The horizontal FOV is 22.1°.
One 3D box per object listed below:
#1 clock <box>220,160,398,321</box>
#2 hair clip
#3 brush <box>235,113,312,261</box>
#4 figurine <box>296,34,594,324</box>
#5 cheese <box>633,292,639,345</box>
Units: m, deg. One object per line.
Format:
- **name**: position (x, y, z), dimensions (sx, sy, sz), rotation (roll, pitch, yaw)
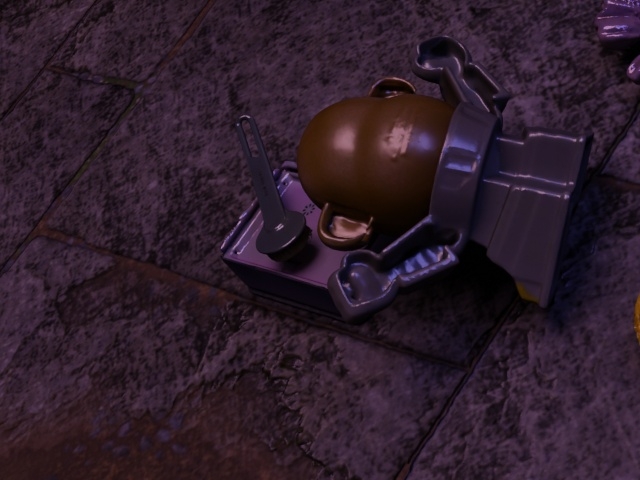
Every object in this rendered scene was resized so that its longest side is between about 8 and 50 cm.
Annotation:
- **clock**: position (0.000, -0.001, 1.792), dimensions (0.193, 0.073, 0.144), rotation (15, 63, 44)
- **hair clip**: position (0.364, -0.279, 1.783), dimensions (0.173, 0.069, 0.300), rotation (-33, 40, 7)
- **brush**: position (-0.060, -0.064, 1.825), dimensions (0.062, 0.027, 0.266), rotation (-31, 37, 9)
- **figurine**: position (0.116, -0.064, 1.631), dimensions (0.285, 0.167, 0.342), rotation (12, 36, 9)
- **cheese**: position (0.373, 0.073, 1.442), dimensions (0.177, 0.069, 0.270), rotation (-32, 40, 8)
